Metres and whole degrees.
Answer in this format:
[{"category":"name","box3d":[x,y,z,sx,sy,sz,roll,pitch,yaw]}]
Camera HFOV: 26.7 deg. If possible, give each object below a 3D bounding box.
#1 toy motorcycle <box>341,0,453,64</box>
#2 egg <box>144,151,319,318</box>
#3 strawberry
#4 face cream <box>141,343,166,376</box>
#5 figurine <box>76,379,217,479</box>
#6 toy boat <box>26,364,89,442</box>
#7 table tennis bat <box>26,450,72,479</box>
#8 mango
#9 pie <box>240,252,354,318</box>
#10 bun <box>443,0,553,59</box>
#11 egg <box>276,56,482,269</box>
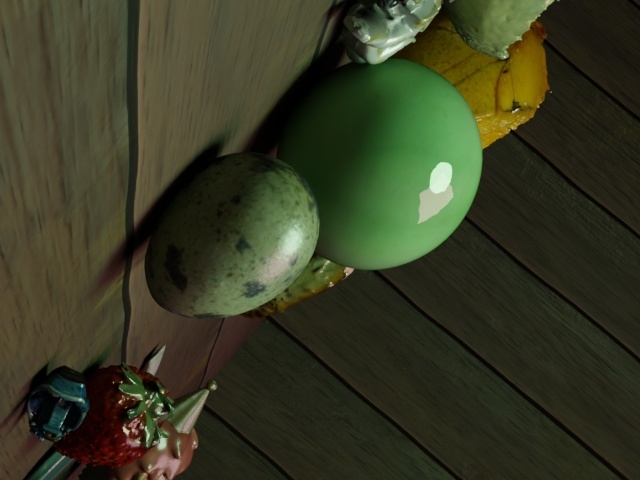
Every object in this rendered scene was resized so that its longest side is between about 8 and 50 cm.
[{"category":"toy motorcycle","box3d":[0.076,-0.233,1.355,0.151,0.074,0.228,-43,180,20]},{"category":"egg","box3d":[-0.085,-0.001,1.272,0.181,0.141,0.141,-41,176,2]},{"category":"strawberry","box3d":[-0.250,0.206,1.601,0.148,0.131,0.131,-2,-151,35]},{"category":"face cream","box3d":[-0.254,0.190,2.008,0.038,0.020,0.115,-46,172,-36]},{"category":"figurine","box3d":[-0.291,0.359,2.156,0.387,0.166,0.207,-47,-167,6]},{"category":"toy boat","box3d":[-0.269,0.173,1.366,0.137,0.060,0.061,-45,-158,61]},{"category":"table tennis bat","box3d":[-0.330,0.276,1.857,0.244,0.040,0.153,-45,176,-13]},{"category":"mango","box3d":[0.163,-0.190,1.719,0.350,0.199,0.201,-31,140,-46]},{"category":"pie","box3d":[0.000,0.000,1.861,0.315,0.092,0.315,-33,-168,8]},{"category":"bun","box3d":[0.221,-0.328,1.494,0.259,0.152,0.259,-48,-178,2]},{"category":"egg","box3d":[0.061,-0.081,1.474,0.220,0.220,0.270,-48,175,-24]}]
